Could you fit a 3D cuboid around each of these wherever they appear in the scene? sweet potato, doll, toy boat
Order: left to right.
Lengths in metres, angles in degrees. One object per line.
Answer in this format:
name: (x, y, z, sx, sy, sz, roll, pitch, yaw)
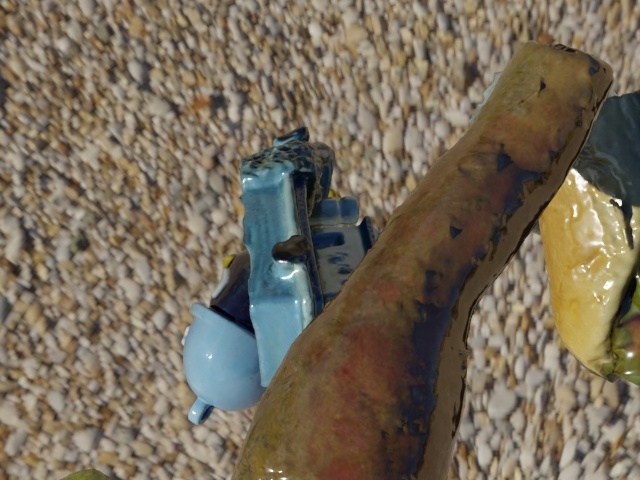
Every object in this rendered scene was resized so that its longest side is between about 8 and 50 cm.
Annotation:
doll: (-0.069, 0.077, 1.688, 0.141, 0.177, 0.314, 26, 80, 16)
toy boat: (0.000, 0.000, 0.905, 0.098, 0.109, 0.238, -5, 31, -3)
sweet potato: (0.028, 0.072, 0.667, 0.109, 0.109, 0.385, 19, 79, 12)

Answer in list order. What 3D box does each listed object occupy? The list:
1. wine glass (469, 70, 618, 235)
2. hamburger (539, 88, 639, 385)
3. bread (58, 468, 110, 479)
wine glass: (0.362, -0.101, 1.937, 0.323, 0.238, 0.238, 23, 80, 19)
hamburger: (0.275, 0.030, 1.195, 0.162, 0.330, 0.209, -10, 64, 21)
bread: (-0.181, 0.238, 1.062, 0.129, 0.111, 0.114, -24, 114, 30)
